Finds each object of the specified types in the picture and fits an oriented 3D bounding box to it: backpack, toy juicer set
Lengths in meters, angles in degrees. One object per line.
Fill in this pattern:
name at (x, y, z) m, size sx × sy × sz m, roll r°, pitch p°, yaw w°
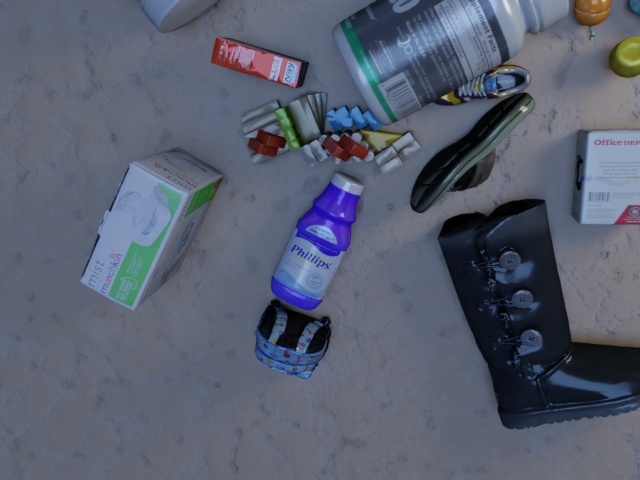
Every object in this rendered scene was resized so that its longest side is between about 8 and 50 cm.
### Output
backpack at (-0.064, 0.217, 1.323) m, size 0.158 × 0.173 × 0.116 m, roll 19°, pitch 106°, yaw 1°
toy juicer set at (0.596, -0.465, 1.111) m, size 0.329 × 0.089 × 0.209 m, roll -44°, pitch 78°, yaw 19°

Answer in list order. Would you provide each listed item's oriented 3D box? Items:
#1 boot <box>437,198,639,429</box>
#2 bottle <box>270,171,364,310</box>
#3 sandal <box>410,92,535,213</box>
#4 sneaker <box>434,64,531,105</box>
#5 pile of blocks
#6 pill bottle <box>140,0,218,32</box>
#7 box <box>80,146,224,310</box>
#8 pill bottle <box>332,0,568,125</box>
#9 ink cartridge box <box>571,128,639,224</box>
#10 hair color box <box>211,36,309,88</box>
boot at (0.468, 0.124, 1.258) m, size 0.367 × 0.146 × 0.445 m, roll -18°, pitch 98°, yaw 10°
bottle at (0.000, 0.000, 1.298) m, size 0.118 × 0.092 × 0.282 m, roll 27°, pitch 107°, yaw 1°
sandal at (0.294, -0.151, 1.213) m, size 0.303 × 0.120 × 0.086 m, roll -41°, pitch 110°, yaw 15°
sneaker at (0.293, -0.291, 1.186) m, size 0.186 × 0.084 × 0.069 m, roll -11°, pitch 103°, yaw 10°
pile of blocks at (0.014, -0.207, 1.231) m, size 0.362 × 0.112 × 0.148 m, roll 4°, pitch 106°, yaw 6°
pill bottle at (-0.339, -0.584, 1.114) m, size 0.229 × 0.229 × 0.407 m, roll -35°, pitch 98°, yaw 14°
box at (-0.327, -0.033, 1.260) m, size 0.127 × 0.231 × 0.262 m, roll 29°, pitch 106°, yaw -1°
pill bottle at (0.221, -0.371, 1.113) m, size 0.361 × 0.204 × 0.204 m, roll -27°, pitch 100°, yaw 13°
ink cartridge box at (0.553, -0.122, 1.205) m, size 0.128 × 0.072 × 0.175 m, roll 1°, pitch 105°, yaw 7°
hair color box at (-0.113, -0.340, 1.221) m, size 0.167 × 0.093 × 0.053 m, roll 16°, pitch 107°, yaw 3°
